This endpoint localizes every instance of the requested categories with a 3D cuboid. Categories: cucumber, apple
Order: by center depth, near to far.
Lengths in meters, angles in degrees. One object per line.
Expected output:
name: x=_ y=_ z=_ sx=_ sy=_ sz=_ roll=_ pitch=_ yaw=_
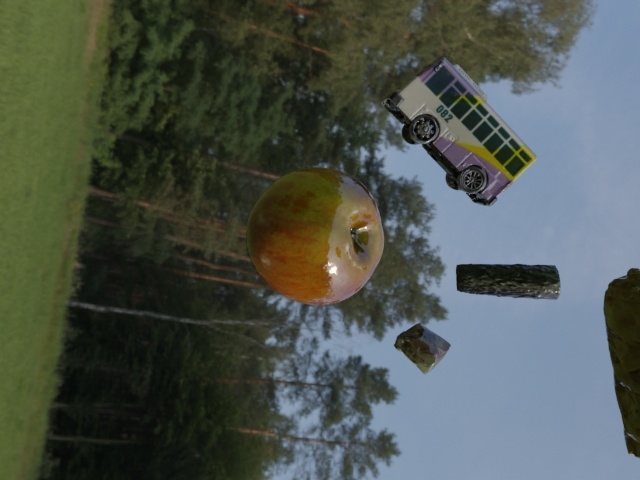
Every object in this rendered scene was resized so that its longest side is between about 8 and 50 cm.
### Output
apple: x=0.000 y=0.000 z=1.277 sx=0.301 sy=0.302 sz=0.301 roll=-169 pitch=-90 yaw=-68
cucumber: x=0.397 y=0.094 z=1.329 sx=0.062 sy=0.212 sz=0.078 roll=-82 pitch=169 yaw=-53

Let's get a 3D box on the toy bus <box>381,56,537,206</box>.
toy bus: x=0.409 y=-0.332 z=1.857 sx=0.249 sy=0.440 sz=0.209 roll=-45 pitch=-175 yaw=5

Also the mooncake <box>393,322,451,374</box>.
mooncake: x=0.276 y=0.279 z=1.666 sx=0.125 sy=0.130 sz=0.073 roll=40 pitch=-59 yaw=18

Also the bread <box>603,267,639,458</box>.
bread: x=0.461 y=0.158 z=0.812 sx=0.152 sy=0.130 sz=0.267 roll=-10 pitch=-89 yaw=28
